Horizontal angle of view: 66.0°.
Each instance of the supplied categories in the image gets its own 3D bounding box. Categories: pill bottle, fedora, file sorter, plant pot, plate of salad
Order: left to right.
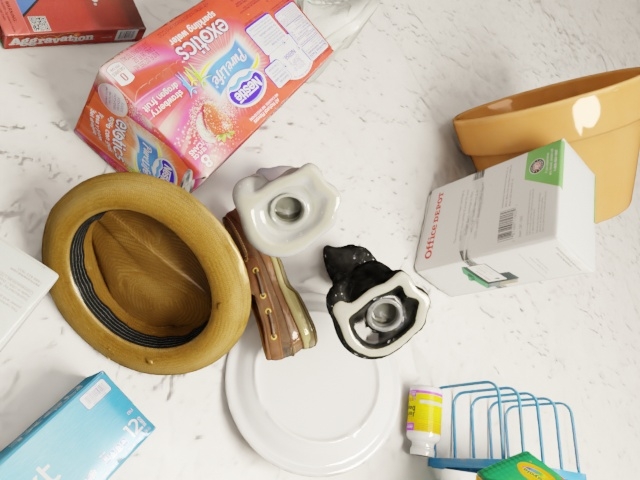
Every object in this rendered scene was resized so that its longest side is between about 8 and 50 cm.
[{"bbox_3d":[-0.149,0.026,0.451,0.194,0.194,0.079,51,16,-11],"label":"fedora"},{"bbox_3d":[-0.007,0.154,0.548,0.199,0.048,0.200,8,59,-13],"label":"plate of salad"},{"bbox_3d":[0.133,0.231,0.631,0.043,0.043,0.083,24,61,-28],"label":"pill bottle"},{"bbox_3d":[0.247,0.259,0.660,0.170,0.118,0.105,22,60,-29],"label":"file sorter"},{"bbox_3d":[0.385,-0.143,0.815,0.290,0.290,0.204,-30,110,-39],"label":"plant pot"}]

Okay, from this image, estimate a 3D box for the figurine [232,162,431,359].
[{"bbox_3d":[0.000,0.000,0.535,0.092,0.209,0.215,-41,103,2],"label":"figurine"}]

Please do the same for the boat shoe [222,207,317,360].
[{"bbox_3d":[-0.068,0.044,0.526,0.060,0.064,0.178,-24,72,-17],"label":"boat shoe"}]

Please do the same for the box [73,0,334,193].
[{"bbox_3d":[-0.115,-0.166,0.534,0.128,0.122,0.257,45,54,-15],"label":"box"}]

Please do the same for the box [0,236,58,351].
[{"bbox_3d":[-0.276,0.044,0.368,0.101,0.087,0.102,40,55,-19],"label":"box"}]

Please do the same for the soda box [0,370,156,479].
[{"bbox_3d":[-0.229,0.197,0.360,0.067,0.071,0.210,52,52,-9],"label":"soda box"}]

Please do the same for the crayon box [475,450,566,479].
[{"bbox_3d":[0.242,0.392,0.509,0.081,0.165,0.279,-10,106,-22],"label":"crayon box"}]

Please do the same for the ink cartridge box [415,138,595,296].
[{"bbox_3d":[0.256,-0.022,0.697,0.092,0.219,0.160,34,58,-26],"label":"ink cartridge box"}]

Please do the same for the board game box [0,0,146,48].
[{"bbox_3d":[-0.308,-0.338,0.514,0.145,0.027,0.282,-24,90,-40],"label":"board game box"}]

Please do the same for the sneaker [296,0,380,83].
[{"bbox_3d":[0.010,-0.321,0.715,0.094,0.080,0.212,41,55,-4],"label":"sneaker"}]
